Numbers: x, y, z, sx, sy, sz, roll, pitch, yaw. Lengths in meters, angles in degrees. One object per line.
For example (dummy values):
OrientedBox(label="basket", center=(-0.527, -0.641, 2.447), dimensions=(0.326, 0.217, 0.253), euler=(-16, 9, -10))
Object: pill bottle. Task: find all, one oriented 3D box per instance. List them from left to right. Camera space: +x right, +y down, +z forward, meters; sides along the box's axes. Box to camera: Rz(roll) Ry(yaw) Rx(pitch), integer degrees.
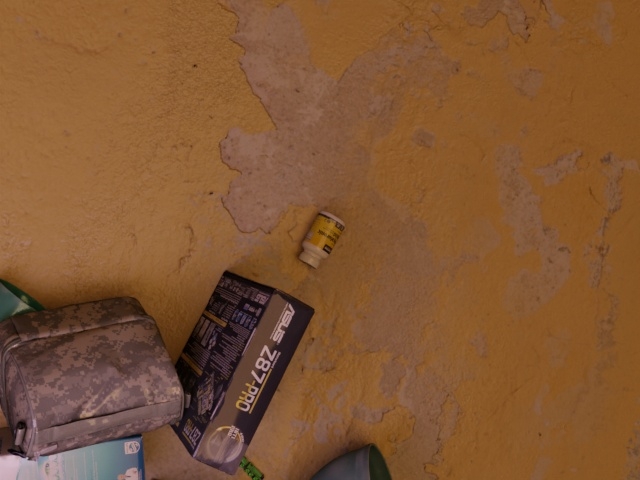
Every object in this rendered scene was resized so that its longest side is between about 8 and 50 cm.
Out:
OrientedBox(label="pill bottle", center=(0.000, 0.000, 1.859), dimensions=(0.065, 0.065, 0.116), euler=(31, 83, -17))

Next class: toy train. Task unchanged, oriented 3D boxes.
OrientedBox(label="toy train", center=(-0.150, 0.487, 1.855), dimensions=(0.083, 0.017, 0.023), euler=(48, 67, -15))

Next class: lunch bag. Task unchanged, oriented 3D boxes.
OrientedBox(label="lunch bag", center=(-0.416, 0.256, 1.547), dimensions=(0.305, 0.256, 0.212), euler=(-7, 116, -32))

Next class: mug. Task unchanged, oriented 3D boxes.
OrientedBox(label="mug", center=(-0.571, 0.155, 1.628), dimensions=(0.158, 0.129, 0.097), euler=(35, 82, 25))

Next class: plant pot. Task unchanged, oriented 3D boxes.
OrientedBox(label="plant pot", center=(0.052, 0.589, 1.812), dimensions=(0.196, 0.293, 0.293), euler=(-16, 98, 10))

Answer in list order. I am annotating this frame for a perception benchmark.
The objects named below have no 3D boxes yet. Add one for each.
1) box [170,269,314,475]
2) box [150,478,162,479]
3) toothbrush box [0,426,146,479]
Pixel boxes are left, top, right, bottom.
OrientedBox(label="box", center=(-0.174, 0.227, 1.635), dimensions=(0.097, 0.395, 0.318), euler=(31, 82, -18))
OrientedBox(label="box", center=(-0.244, 0.554, 1.683), dimensions=(0.169, 0.290, 0.087), euler=(16, 86, -17))
OrientedBox(label="toothbrush box", center=(-0.489, 0.419, 1.633), dimensions=(0.295, 0.216, 0.126), euler=(-5, 94, -17))
